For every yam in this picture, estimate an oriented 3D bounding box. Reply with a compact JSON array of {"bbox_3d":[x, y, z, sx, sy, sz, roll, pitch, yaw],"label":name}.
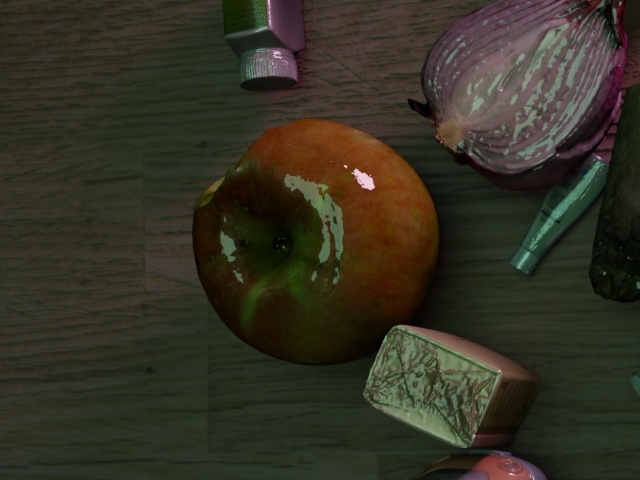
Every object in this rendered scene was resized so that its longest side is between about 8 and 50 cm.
[{"bbox_3d":[0.454,-0.057,1.692,0.195,0.195,0.300,10,86,24],"label":"yam"}]

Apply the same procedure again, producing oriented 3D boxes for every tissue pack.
[{"bbox_3d":[0.178,0.194,1.756,0.159,0.234,0.125,24,91,23],"label":"tissue pack"}]

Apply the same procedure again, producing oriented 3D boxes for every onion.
[{"bbox_3d":[0.315,-0.225,1.785,0.349,0.159,0.267,-41,63,17],"label":"onion"}]

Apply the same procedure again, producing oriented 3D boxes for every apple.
[{"bbox_3d":[0.000,0.000,1.820,0.340,0.339,0.339,-3,82,23],"label":"apple"}]

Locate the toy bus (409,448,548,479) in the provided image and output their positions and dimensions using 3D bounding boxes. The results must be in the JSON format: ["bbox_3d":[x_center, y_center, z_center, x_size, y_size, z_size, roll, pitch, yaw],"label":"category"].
[{"bbox_3d":[0.178,0.416,1.709,0.194,0.232,0.287,-4,84,48],"label":"toy bus"}]

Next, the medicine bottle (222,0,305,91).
[{"bbox_3d":[-0.084,-0.325,1.990,0.088,0.132,0.188,-7,81,22],"label":"medicine bottle"}]

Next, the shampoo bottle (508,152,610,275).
[{"bbox_3d":[0.326,-0.037,1.827,0.069,0.041,0.190,36,98,21],"label":"shampoo bottle"}]

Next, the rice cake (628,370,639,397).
[{"bbox_3d":[0.531,0.201,1.711,0.198,0.037,0.189,-38,70,15],"label":"rice cake"}]
